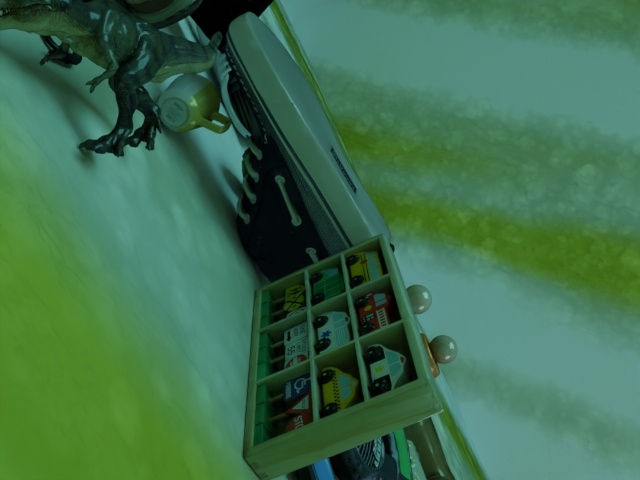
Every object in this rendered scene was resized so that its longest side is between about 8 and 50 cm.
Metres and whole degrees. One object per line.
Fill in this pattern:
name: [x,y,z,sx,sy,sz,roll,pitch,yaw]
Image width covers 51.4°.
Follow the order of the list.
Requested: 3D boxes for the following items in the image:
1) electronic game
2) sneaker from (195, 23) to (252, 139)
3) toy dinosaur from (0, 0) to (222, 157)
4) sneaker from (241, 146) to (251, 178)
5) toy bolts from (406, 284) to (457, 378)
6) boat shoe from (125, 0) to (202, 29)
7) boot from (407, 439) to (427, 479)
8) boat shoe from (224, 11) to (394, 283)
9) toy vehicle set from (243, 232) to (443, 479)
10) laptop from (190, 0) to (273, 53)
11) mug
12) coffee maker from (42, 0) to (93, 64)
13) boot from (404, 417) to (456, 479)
electronic game: [0.039,0.219,0.712,0.229,0.048,0.229,44,33,-39]
sneaker: [-0.128,-0.276,1.061,0.258,0.094,0.091,64,7,-5]
toy dinosaur: [-0.152,-0.131,0.537,0.268,0.064,0.118,-16,118,-66]
sneaker: [0.000,0.000,0.942,0.146,0.134,0.343,-98,161,-59]
toy bolts: [0.176,0.169,1.402,0.228,0.159,0.218,57,12,-40]
boat shoe: [-0.225,-0.407,0.790,0.120,0.123,0.324,39,27,-63]
boot: [0.113,0.341,0.869,0.213,0.077,0.165,60,10,-58]
boat shoe: [-0.056,-0.082,0.793,0.340,0.158,0.127,60,18,-10]
toy vehicle set: [0.011,0.097,0.653,0.035,0.166,0.267,61,10,-25]
laptop: [-0.137,-0.447,0.934,0.264,0.234,0.136,49,57,-12]
mug: [-0.142,-0.148,0.733,0.064,0.078,0.062,-70,156,-65]
coffee maker: [-0.166,-0.262,0.555,0.171,0.178,0.120,64,10,-7]
boot: [0.170,0.360,1.133,0.236,0.089,0.269,71,2,-48]
